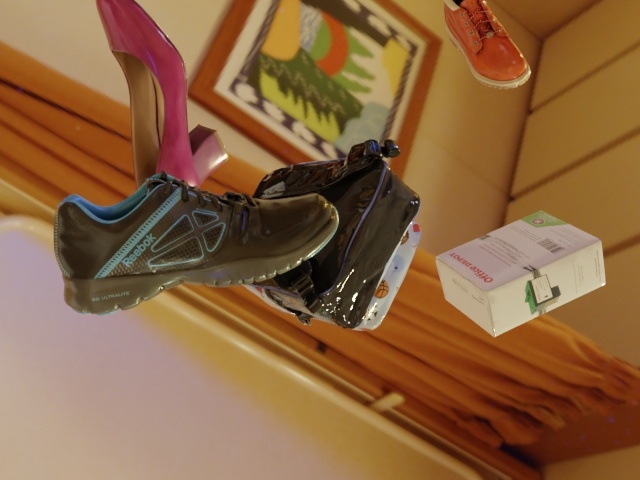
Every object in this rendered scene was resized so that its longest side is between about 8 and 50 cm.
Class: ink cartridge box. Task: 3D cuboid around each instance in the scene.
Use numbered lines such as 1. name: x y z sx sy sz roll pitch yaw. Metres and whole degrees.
1. ink cartridge box: 0.322 0.049 1.422 0.219 0.093 0.160 -23 -153 -14

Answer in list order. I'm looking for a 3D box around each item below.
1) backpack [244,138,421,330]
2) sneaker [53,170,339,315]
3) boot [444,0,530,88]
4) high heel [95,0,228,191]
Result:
1. backpack: 0.000 0.000 1.289 0.263 0.213 0.276 11 -117 43
2. sneaker: -0.142 -0.016 1.029 0.340 0.140 0.125 -14 -164 -16
3. boot: 0.193 -0.248 1.048 0.059 0.085 0.158 -31 -126 -2
4. high heel: -0.296 -0.216 1.418 0.181 0.377 0.127 -44 -147 -22
